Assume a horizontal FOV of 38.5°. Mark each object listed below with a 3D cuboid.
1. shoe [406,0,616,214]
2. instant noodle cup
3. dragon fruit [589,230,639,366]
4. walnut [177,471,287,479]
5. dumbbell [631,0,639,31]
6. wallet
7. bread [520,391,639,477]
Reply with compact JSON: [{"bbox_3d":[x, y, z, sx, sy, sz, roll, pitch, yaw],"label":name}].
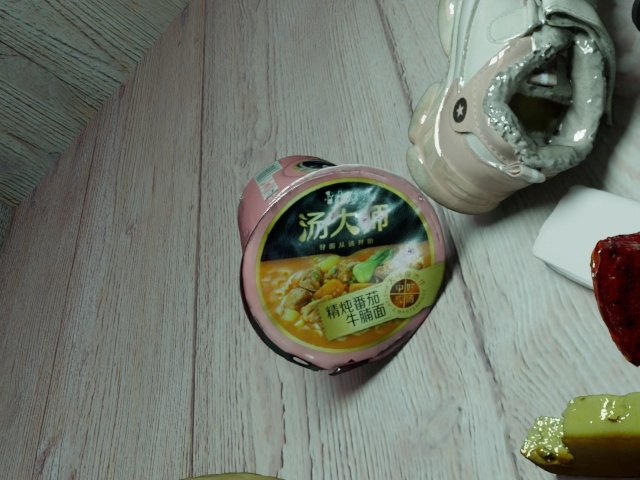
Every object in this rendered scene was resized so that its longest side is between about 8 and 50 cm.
[{"bbox_3d":[0.229,-0.196,0.954,0.198,0.172,0.351,-1,73,68],"label":"shoe"},{"bbox_3d":[0.000,0.000,1.102,0.244,0.244,0.255,-55,20,6],"label":"instant noodle cup"},{"bbox_3d":[0.271,0.045,0.721,0.083,0.162,0.106,-131,41,-70],"label":"dragon fruit"},{"bbox_3d":[-0.066,0.364,0.716,0.381,0.381,0.381,-38,34,32],"label":"walnut"},{"bbox_3d":[0.350,-0.220,0.899,0.069,0.069,0.147,-46,31,20],"label":"dumbbell"},{"bbox_3d":[0.271,0.005,0.842,0.095,0.033,0.190,-57,29,-2],"label":"wallet"},{"bbox_3d":[0.244,0.147,0.688,0.226,0.088,0.049,-16,51,49],"label":"bread"}]
